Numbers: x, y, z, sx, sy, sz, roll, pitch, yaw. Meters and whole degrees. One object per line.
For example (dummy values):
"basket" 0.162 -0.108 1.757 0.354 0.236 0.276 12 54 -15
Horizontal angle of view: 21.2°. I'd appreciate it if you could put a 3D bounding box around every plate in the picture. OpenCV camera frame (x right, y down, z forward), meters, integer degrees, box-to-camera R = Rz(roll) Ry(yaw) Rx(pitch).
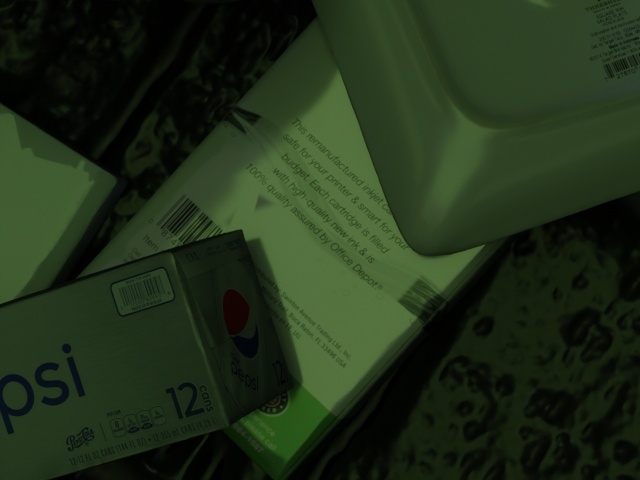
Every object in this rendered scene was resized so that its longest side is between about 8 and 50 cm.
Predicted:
"plate" 0.130 -0.156 0.904 0.277 0.045 0.278 -17 73 -11

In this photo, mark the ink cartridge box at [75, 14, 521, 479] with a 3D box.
"ink cartridge box" 0.000 0.000 0.946 0.160 0.092 0.219 44 92 9

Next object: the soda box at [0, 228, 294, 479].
"soda box" -0.166 0.081 0.885 0.286 0.098 0.091 -18 91 20

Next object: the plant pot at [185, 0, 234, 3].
"plant pot" -0.105 -0.281 0.803 0.333 0.334 0.305 10 107 7

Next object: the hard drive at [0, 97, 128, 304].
"hard drive" -0.280 0.041 1.004 0.203 0.040 0.307 33 92 7
